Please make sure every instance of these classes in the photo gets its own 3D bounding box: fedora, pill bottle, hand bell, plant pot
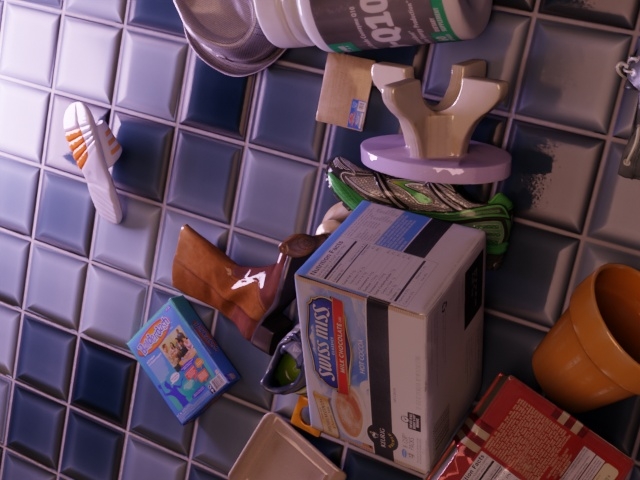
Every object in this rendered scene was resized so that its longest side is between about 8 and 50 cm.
[{"bbox_3d":[-0.179,-0.431,1.871,0.275,0.124,0.243,41,113,18],"label":"fedora"},{"bbox_3d":[0.085,-0.419,1.683,0.361,0.204,0.204,0,96,29],"label":"pill bottle"},{"bbox_3d":[0.000,0.000,1.757,0.126,0.242,0.126,3,97,28],"label":"hand bell"},{"bbox_3d":[0.437,0.169,1.579,0.205,0.205,0.188,54,133,13],"label":"plant pot"}]

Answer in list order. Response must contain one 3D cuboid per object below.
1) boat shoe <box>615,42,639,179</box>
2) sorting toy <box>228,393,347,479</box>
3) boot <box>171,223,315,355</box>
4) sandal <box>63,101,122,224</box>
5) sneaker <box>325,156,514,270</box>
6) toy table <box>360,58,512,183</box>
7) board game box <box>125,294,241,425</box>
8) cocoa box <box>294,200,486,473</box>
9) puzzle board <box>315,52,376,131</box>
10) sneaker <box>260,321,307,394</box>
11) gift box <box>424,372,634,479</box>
[{"bbox_3d":[0.493,-0.243,1.532,0.099,0.116,0.319,1,101,25],"label":"boat shoe"},{"bbox_3d":[-0.060,0.448,1.958,0.196,0.047,0.347,37,112,15],"label":"sorting toy"},{"bbox_3d":[-0.152,0.045,1.935,0.280,0.096,0.264,34,130,26],"label":"boot"},{"bbox_3d":[-0.447,-0.165,2.086,0.102,0.076,0.265,8,121,42],"label":"sandal"},{"bbox_3d":[0.170,-0.074,1.736,0.343,0.134,0.146,22,99,16],"label":"sneaker"},{"bbox_3d":[0.183,-0.196,1.647,0.274,0.252,0.161,10,114,29],"label":"toy table"},{"bbox_3d":[-0.278,0.241,2.049,0.160,0.047,0.210,-43,76,26],"label":"board game box"},{"bbox_3d":[0.119,0.152,1.648,0.228,0.231,0.347,16,131,26],"label":"cocoa box"},{"bbox_3d":[0.046,-0.269,1.832,0.096,0.011,0.128,17,104,25],"label":"puzzle board"},{"bbox_3d":[-0.004,0.178,1.847,0.111,0.121,0.300,38,114,17],"label":"sneaker"},{"bbox_3d":[0.322,0.377,1.574,0.276,0.258,0.255,40,88,8],"label":"gift box"}]
